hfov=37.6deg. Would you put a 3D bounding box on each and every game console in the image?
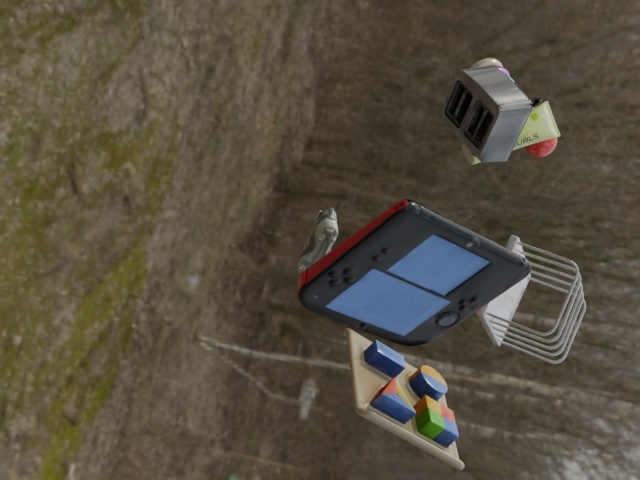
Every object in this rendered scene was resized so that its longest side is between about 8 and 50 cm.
[{"bbox_3d":[0.182,0.080,1.877,0.342,0.386,0.060,-36,-134,35],"label":"game console"}]

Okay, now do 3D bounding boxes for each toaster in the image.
[{"bbox_3d":[0.370,-0.286,2.087,0.168,0.110,0.186,53,-40,33],"label":"toaster"}]

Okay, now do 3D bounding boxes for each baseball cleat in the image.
[{"bbox_3d":[0.000,0.000,2.343,0.206,0.072,0.110,124,-20,-45],"label":"baseball cleat"}]

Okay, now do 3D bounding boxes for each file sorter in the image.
[{"bbox_3d":[0.486,0.144,2.121,0.193,0.173,0.278,-64,155,-11],"label":"file sorter"}]

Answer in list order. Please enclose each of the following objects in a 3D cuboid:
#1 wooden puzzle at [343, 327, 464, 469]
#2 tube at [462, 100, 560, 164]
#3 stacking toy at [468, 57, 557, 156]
[{"bbox_3d":[0.212,0.370,2.307,0.080,0.322,0.348,-50,-157,20],"label":"wooden puzzle"},{"bbox_3d":[0.459,-0.253,2.264,0.070,0.240,0.062,79,-15,-45],"label":"tube"},{"bbox_3d":[0.525,-0.352,2.556,0.330,0.141,0.141,53,-25,34],"label":"stacking toy"}]
